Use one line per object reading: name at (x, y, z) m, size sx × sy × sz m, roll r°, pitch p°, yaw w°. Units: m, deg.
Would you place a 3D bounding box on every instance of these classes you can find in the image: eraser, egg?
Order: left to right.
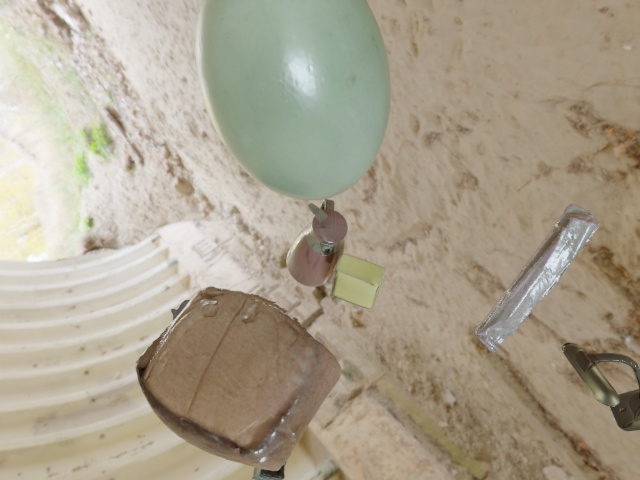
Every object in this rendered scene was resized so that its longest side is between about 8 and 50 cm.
egg at (-0.026, -0.172, 0.578) m, size 0.203 × 0.203 × 0.283 m, roll 37°, pitch 154°, yaw 48°
eraser at (0.089, 0.102, 1.303) m, size 0.117 × 0.058 × 0.172 m, roll 19°, pitch 155°, yaw 7°

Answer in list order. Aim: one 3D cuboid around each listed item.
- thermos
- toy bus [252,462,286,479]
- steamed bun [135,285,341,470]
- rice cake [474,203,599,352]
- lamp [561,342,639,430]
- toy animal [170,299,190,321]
thermos at (0.000, 0.000, 1.403) m, size 0.265 × 0.145 × 0.177 m, roll 114°, pitch 160°, yaw -63°
toy bus at (-0.145, 0.611, 1.523) m, size 0.160 × 0.079 × 0.092 m, roll -91°, pitch 25°, yaw -44°
steamed bun at (-0.130, 0.232, 0.892) m, size 0.301 × 0.252 × 0.199 m, roll 23°, pitch 159°, yaw 29°
rice cake at (0.337, 0.061, 0.841) m, size 0.055 × 0.270 × 0.049 m, roll 29°, pitch -166°, yaw -8°
lamp at (0.730, 0.373, 1.279) m, size 0.283 × 0.124 × 0.203 m, roll 45°, pitch -153°, yaw -20°
toy animal at (-0.380, 0.323, 1.470) m, size 0.081 × 0.205 × 0.367 m, roll -72°, pitch -32°, yaw -56°
